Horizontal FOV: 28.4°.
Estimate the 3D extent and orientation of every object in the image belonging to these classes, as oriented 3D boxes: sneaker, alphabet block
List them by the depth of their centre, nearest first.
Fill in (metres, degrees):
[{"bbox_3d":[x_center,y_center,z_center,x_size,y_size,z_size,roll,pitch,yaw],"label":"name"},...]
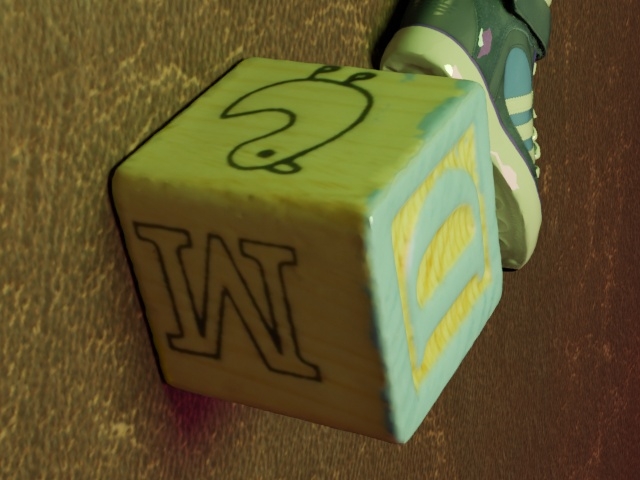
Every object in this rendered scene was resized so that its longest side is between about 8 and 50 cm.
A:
[{"bbox_3d":[0.000,0.000,0.893,0.192,0.197,0.193,-48,139,-46],"label":"alphabet block"},{"bbox_3d":[0.181,-0.150,1.248,0.236,0.130,0.323,-57,139,-29],"label":"sneaker"}]
